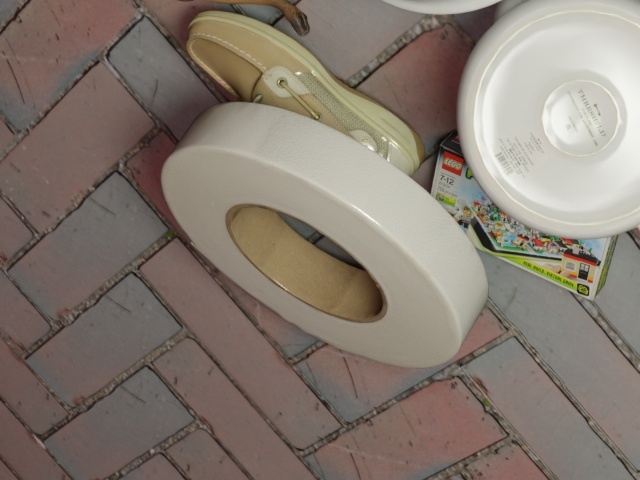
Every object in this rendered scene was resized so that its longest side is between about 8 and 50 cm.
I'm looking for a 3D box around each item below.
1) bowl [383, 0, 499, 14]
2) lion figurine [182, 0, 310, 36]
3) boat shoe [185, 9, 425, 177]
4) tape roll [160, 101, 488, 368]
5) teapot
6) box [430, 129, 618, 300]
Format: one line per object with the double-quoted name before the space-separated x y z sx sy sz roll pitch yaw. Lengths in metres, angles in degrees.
"bowl" 0.085 -0.350 1.583 0.297 0.134 0.298 5 101 28
"lion figurine" -0.183 -0.358 1.852 0.240 0.142 0.392 -10 119 48
"boat shoe" -0.033 -0.142 1.909 0.302 0.098 0.109 35 156 6
"tape roll" 0.000 0.000 1.927 0.392 0.072 0.392 27 156 13
"teapot" 0.255 -0.122 1.674 0.252 0.187 0.256 14 101 8
"box" 0.217 -0.027 1.871 0.207 0.036 0.114 25 133 20
